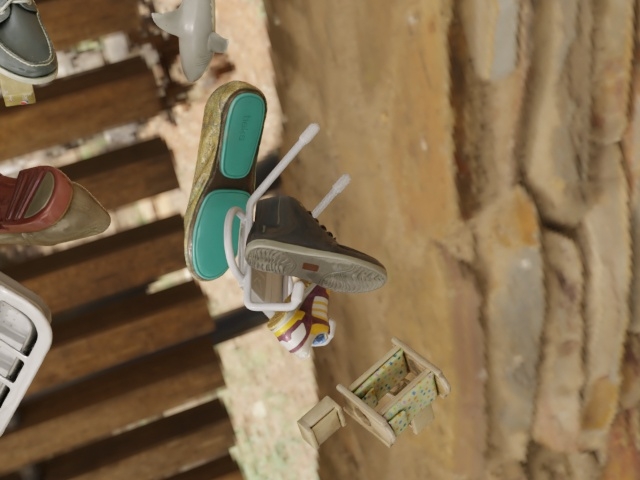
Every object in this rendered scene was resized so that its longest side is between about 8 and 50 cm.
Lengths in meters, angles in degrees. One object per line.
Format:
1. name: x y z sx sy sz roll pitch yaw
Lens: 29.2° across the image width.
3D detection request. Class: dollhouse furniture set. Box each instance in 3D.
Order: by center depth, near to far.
1. dollhouse furniture set: 0.083 0.257 1.649 0.101 0.182 0.161 35 155 37

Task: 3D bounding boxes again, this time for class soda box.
1. soda box: -0.613 -0.363 2.446 0.058 0.061 0.181 117 143 -72

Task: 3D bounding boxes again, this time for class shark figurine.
1. shark figurine: -0.226 -0.397 2.018 0.166 0.116 0.278 -160 65 -66

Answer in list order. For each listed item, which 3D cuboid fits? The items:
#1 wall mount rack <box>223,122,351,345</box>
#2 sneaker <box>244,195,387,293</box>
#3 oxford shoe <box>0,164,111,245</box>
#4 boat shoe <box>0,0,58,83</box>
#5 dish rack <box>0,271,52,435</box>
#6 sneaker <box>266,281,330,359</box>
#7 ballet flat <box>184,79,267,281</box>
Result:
1. wall mount rack: -0.042 -0.003 1.964 0.350 0.130 0.304 54 -145 -65
2. sneaker: 0.000 0.000 1.869 0.083 0.222 0.118 117 165 -49
3. oxford shoe: -0.453 -0.033 1.839 0.348 0.130 0.123 4 69 45
4. boat shoe: -0.525 -0.386 1.993 0.319 0.116 0.099 53 144 22
5. dish rack: -0.523 0.099 1.626 0.285 0.332 0.072 -55 7 34
6. sneaker: -0.016 0.118 1.903 0.069 0.185 0.084 -34 98 35
7. ballet flat: -0.172 -0.106 2.106 0.123 0.123 0.349 -141 61 -62
